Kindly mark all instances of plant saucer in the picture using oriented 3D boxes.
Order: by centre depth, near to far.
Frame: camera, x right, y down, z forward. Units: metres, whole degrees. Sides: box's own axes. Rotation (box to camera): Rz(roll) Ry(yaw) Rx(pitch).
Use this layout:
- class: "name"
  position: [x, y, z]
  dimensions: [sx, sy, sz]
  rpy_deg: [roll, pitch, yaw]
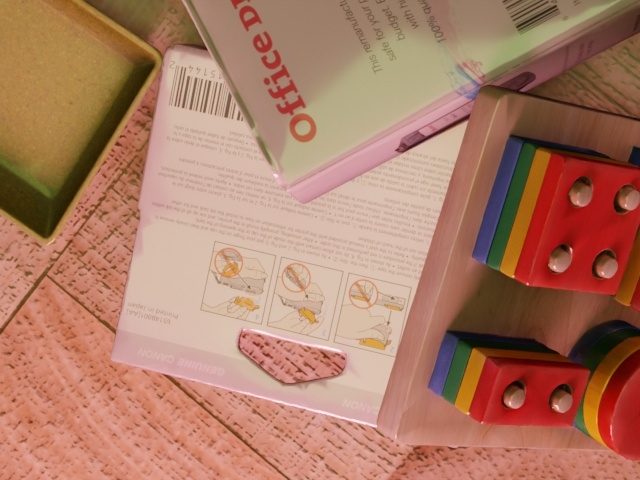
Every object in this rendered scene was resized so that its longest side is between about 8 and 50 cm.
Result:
- class: "plant saucer"
  position: [-0.244, -0.125, 1.295]
  dimensions: [0.188, 0.045, 0.188]
  rpy_deg: [34, 103, 3]

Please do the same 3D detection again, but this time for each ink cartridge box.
- class: "ink cartridge box"
  position: [0.065, -0.195, 1.145]
  dimensions: [0.306, 0.131, 0.226]
  rpy_deg: [-27, 82, 5]
- class: "ink cartridge box"
  position: [0.000, 0.000, 1.257]
  dimensions: [0.296, 0.066, 0.261]
  rpy_deg: [13, 99, 9]

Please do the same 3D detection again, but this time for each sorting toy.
- class: "sorting toy"
  position: [0.196, 0.041, 1.136]
  dimensions: [0.089, 0.255, 0.257]
  rpy_deg: [30, 108, 50]
